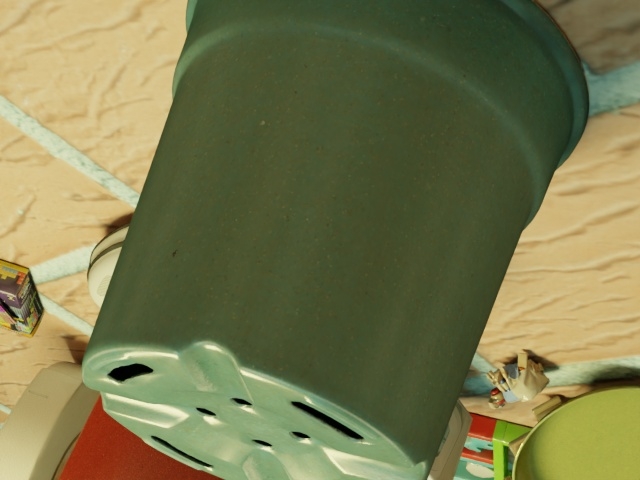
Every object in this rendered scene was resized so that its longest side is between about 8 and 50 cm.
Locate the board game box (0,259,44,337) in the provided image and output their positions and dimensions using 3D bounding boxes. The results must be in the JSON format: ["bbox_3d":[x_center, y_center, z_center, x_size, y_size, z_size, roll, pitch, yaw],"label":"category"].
[{"bbox_3d":[-0.479,0.065,1.619,0.170,0.048,0.141,17,153,6],"label":"board game box"}]

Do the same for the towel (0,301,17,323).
[{"bbox_3d":[-0.450,0.088,1.581,0.060,0.009,0.083,9,149,21],"label":"towel"}]

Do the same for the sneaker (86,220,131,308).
[{"bbox_3d":[-0.107,0.117,1.241,0.447,0.257,0.169,1,147,32],"label":"sneaker"}]

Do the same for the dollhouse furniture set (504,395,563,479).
[{"bbox_3d":[0.241,0.287,1.427,0.182,0.101,0.161,-30,112,6],"label":"dollhouse furniture set"}]

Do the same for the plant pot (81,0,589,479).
[{"bbox_3d":[0.000,0.000,0.882,0.341,0.334,0.341,15,151,9],"label":"plant pot"}]

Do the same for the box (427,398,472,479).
[{"bbox_3d":[0.013,0.198,1.424,0.262,0.127,0.231,-5,138,34],"label":"box"}]

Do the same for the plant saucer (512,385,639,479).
[{"bbox_3d":[0.337,0.250,1.326,0.241,0.037,0.241,1,123,1],"label":"plant saucer"}]

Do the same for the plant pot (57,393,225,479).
[{"bbox_3d":[-0.201,0.321,1.648,0.236,0.267,0.267,19,153,6],"label":"plant pot"}]

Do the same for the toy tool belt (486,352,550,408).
[{"bbox_3d":[0.217,0.156,1.335,0.083,0.052,0.051,-27,96,50],"label":"toy tool belt"}]

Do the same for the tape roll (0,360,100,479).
[{"bbox_3d":[-0.413,0.374,1.771,0.072,0.392,0.392,16,152,9],"label":"tape roll"}]

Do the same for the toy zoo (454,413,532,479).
[{"bbox_3d":[0.163,0.275,1.592,0.293,0.030,0.192,12,151,15],"label":"toy zoo"}]
